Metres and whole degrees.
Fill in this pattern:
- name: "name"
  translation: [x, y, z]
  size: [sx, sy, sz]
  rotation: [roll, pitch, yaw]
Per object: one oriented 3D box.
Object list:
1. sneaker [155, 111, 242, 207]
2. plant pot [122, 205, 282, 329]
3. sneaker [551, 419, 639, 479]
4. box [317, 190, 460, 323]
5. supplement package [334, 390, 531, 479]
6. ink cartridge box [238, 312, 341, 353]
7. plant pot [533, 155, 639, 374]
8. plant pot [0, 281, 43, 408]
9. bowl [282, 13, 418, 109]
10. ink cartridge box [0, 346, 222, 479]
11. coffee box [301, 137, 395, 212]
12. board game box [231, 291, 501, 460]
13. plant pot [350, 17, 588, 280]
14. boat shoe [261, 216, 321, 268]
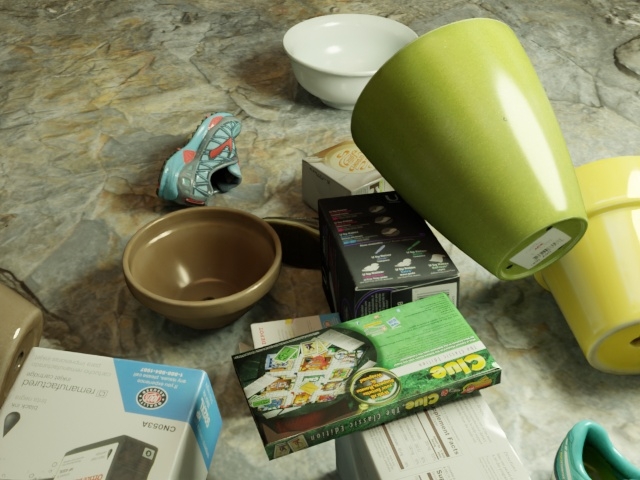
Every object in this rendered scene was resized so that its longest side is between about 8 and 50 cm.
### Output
- name: "sneaker"
  translation: [-0.198, -0.139, 1.550]
  size: [0.125, 0.104, 0.262]
  rotation: [26, 46, 5]
- name: "plant pot"
  translation: [-0.176, 0.058, 1.260]
  size: [0.237, 0.109, 0.237]
  rotation: [1, 37, 0]
- name: "sneaker"
  translation: [0.344, 0.321, 0.919]
  size: [0.107, 0.110, 0.275]
  rotation: [-12, 40, -16]
- name: "box"
  translation: [0.090, 0.058, 1.185]
  size: [0.143, 0.165, 0.270]
  rotation: [-7, 29, -8]
- name: "supplement package"
  translation: [0.118, 0.272, 0.903]
  size: [0.145, 0.204, 0.262]
  rotation: [-11, 38, -11]
- name: "ink cartridge box"
  translation: [-0.036, 0.169, 1.131]
  size: [0.143, 0.090, 0.092]
  rotation: [-7, 38, -7]
- name: "plant pot"
  translation: [0.432, 0.049, 1.182]
  size: [0.254, 0.254, 0.239]
  rotation: [-1, 53, -2]
- name: "plant pot"
  translation: [-0.502, 0.120, 1.094]
  size: [0.229, 0.263, 0.263]
  rotation: [19, 38, -4]
- name: "bowl"
  translation: [0.065, -0.374, 1.803]
  size: [0.298, 0.134, 0.298]
  rotation: [1, 37, -1]
- name: "ink cartridge box"
  translation: [-0.260, 0.287, 0.901]
  size: [0.223, 0.129, 0.307]
  rotation: [7, 49, 9]
- name: "coffee box"
  translation: [0.104, -0.122, 1.503]
  size: [0.246, 0.098, 0.141]
  rotation: [-25, 44, -29]
- name: "board game box"
  translation: [0.046, 0.139, 0.890]
  size: [0.260, 0.030, 0.136]
  rotation: [-15, 37, -12]
- name: "plant pot"
  translation: [0.228, -0.102, 1.135]
  size: [0.275, 0.275, 0.293]
  rotation: [-17, 59, -21]
- name: "boat shoe"
  translation: [0.001, -0.001, 1.368]
  size: [0.224, 0.080, 0.073]
  rotation: [11, 33, 5]
